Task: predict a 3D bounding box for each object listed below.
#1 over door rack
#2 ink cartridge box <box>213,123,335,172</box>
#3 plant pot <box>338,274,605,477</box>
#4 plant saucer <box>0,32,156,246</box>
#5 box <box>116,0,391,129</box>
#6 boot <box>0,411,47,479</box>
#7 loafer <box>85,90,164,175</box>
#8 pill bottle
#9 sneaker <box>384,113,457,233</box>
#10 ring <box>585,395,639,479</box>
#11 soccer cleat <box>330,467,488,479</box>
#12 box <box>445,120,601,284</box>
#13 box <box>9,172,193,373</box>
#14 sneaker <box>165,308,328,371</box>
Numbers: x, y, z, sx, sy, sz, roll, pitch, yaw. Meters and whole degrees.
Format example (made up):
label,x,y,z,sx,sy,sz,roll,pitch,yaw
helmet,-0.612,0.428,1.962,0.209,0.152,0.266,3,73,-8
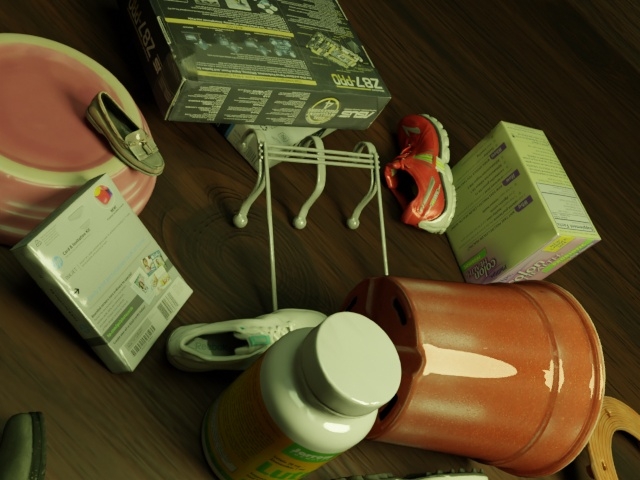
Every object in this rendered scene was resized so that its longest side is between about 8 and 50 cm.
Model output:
label,x,y,z,sx,sy,sz,roll,pitch,yaw
over door rack,0.000,0.000,1.025,0.240,0.108,0.324,-1,72,-37
ink cartridge box,-0.051,-0.247,1.199,0.165,0.065,0.333,47,44,6
plant pot,0.169,0.164,0.888,0.265,0.272,0.272,12,51,-27
plant saucer,-0.363,-0.147,0.869,0.332,0.084,0.332,20,47,-23
box,-0.109,-0.334,1.113,0.395,0.097,0.318,-6,58,-38
boot,-0.333,0.253,0.580,0.161,0.083,0.246,14,48,-21
loafer,-0.244,-0.135,0.857,0.125,0.039,0.045,44,42,1
pill bottle,-0.023,0.179,0.744,0.136,0.245,0.136,20,47,-23
sneaker,0.173,-0.139,1.258,0.118,0.107,0.279,9,49,-20
ring,0.531,0.415,1.103,0.337,0.032,0.336,31,37,-27
soccer cleat,0.082,0.339,0.809,0.318,0.109,0.116,9,65,-31
box,0.338,-0.049,1.223,0.117,0.213,0.242,5,54,-34
box,-0.244,0.038,0.788,0.186,0.038,0.145,60,36,-25
sneaker,-0.076,0.124,0.823,0.212,0.094,0.080,-6,79,-20
